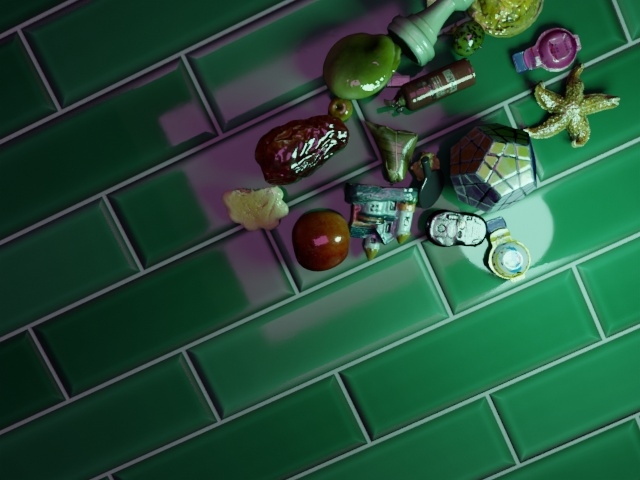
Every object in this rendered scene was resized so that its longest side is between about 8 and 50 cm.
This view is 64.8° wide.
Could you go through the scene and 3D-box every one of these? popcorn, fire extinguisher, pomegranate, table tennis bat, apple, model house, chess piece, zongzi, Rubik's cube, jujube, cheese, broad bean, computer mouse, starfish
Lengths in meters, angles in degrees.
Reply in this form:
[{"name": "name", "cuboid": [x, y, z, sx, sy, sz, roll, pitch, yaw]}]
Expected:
[{"name": "popcorn", "cuboid": [0.387, -0.271, 1.855, 0.097, 0.089, 0.109, -18, 113, -36]}, {"name": "fire extinguisher", "cuboid": [0.378, -0.542, 1.792, 0.337, 0.147, 0.106, -24, 83, 2]}, {"name": "pomegranate", "cuboid": [0.509, -0.727, 1.797, 0.161, 0.122, 0.122, 42, 95, 25]}, {"name": "table tennis bat", "cuboid": [0.392, -0.209, 1.810, 0.027, 0.236, 0.150, 29, 69, 37]}, {"name": "apple", "cuboid": [0.072, -0.478, 1.835, 0.090, 0.074, 0.089, 0, 96, 2]}, {"name": "model house", "cuboid": [0.210, -0.063, 1.834, 0.253, 0.184, 0.290, 5, 101, -5]}, {"name": "chess piece", "cuboid": [0.395, -0.772, 1.732, 0.299, 0.194, 0.194, -44, 94, 11]}, {"name": "zongzi", "cuboid": [0.230, -0.318, 1.844, 0.205, 0.094, 0.204, 17, 96, 2]}, {"name": "Rubik's cube", "cuboid": [0.603, -0.254, 1.762, 0.264, 0.319, 0.318, -7, 97, 28]}, {"name": "jujube", "cuboid": [-0.064, -0.332, 1.793, 0.342, 0.216, 0.216, -24, 96, -4]}, {"name": "cheese", "cuboid": [0.695, 0.036, 1.896, 0.157, 0.064, 0.250, -22, 83, 1]}, {"name": "broad bean", "cuboid": [0.143, -0.624, 1.789, 0.291, 0.119, 0.238, -35, 80, -2]}, {"name": "apple", "cuboid": [0.000, 0.000, 1.817, 0.202, 0.218, 0.218, -4, 96, -7]}, {"name": "cheese", "cuboid": [0.816, -0.675, 1.820, 0.245, 0.062, 0.155, -20, 95, 3]}, {"name": "computer mouse", "cuboid": [0.496, -0.043, 1.872, 0.234, 0.096, 0.137, 8, 101, -5]}, {"name": "starfish", "cuboid": [0.891, -0.489, 1.819, 0.303, 0.113, 0.311, 25, 98, -3]}]

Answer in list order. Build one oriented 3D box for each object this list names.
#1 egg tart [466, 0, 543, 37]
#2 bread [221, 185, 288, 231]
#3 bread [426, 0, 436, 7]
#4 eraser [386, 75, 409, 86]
[{"name": "egg tart", "cuboid": [0.653, -0.864, 1.778, 0.291, 0.107, 0.290, 0, 96, -1]}, {"name": "bread", "cuboid": [-0.238, -0.111, 1.847, 0.251, 0.039, 0.181, -3, 118, 20]}, {"name": "bread", "cuboid": [0.453, -0.861, 1.797, 0.154, 0.028, 0.068, -4, 98, 19]}, {"name": "eraser", "cuboid": [0.285, -0.584, 1.851, 0.083, 0.019, 0.038, -2, 97, 0]}]
